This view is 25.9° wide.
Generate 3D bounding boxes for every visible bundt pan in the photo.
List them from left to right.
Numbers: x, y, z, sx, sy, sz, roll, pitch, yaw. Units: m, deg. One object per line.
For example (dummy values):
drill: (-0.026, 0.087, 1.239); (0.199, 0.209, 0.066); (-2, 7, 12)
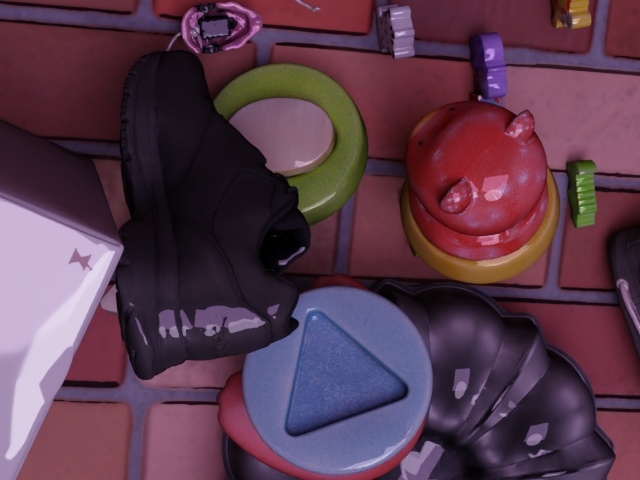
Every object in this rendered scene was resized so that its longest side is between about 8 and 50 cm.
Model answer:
bundt pan: (0.082, 0.191, 1.088); (0.331, 0.124, 0.331); (0, 87, -3)

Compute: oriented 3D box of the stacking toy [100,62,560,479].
stacking toy: (0.000, 0.000, 0.994); (0.279, 0.130, 0.309); (29, 79, 11)

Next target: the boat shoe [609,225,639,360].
boat shoe: (0.337, 0.128, 1.219); (0.112, 0.095, 0.335); (-38, 118, -41)

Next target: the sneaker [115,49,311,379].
sneaker: (-0.075, -0.025, 0.962); (0.130, 0.286, 0.109); (-5, 140, -3)

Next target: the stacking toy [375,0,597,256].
stacking toy: (0.141, -0.101, 1.124); (0.167, 0.052, 0.221); (-11, 106, -11)

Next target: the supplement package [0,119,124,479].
supplement package: (-0.255, 0.014, 0.927); (0.175, 0.293, 0.177); (25, 96, -17)

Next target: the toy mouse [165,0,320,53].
toy mouse: (-0.069, -0.198, 1.060); (0.143, 0.031, 0.161); (12, 100, -16)
